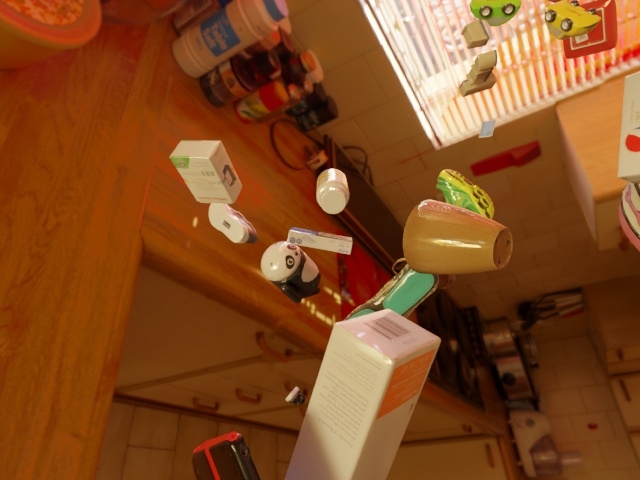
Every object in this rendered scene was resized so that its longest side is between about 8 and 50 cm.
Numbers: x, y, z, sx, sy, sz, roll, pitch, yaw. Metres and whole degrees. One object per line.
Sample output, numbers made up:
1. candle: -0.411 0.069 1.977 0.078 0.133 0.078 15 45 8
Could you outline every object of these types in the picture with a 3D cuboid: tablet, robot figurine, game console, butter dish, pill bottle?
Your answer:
1. tablet: 0.674 -0.451 1.707 0.006 0.054 0.083 39 64 -41
2. robot figurine: -0.105 0.119 1.635 0.209 0.173 0.278 35 -10 47
3. game console: -0.152 0.609 0.900 0.060 0.342 0.386 -16 72 -39
4. butter dish: 0.904 -0.708 1.404 0.118 0.160 0.160 -32 113 -33
5. pill bottle: 0.043 -0.173 1.510 0.117 0.118 0.208 60 12 -22

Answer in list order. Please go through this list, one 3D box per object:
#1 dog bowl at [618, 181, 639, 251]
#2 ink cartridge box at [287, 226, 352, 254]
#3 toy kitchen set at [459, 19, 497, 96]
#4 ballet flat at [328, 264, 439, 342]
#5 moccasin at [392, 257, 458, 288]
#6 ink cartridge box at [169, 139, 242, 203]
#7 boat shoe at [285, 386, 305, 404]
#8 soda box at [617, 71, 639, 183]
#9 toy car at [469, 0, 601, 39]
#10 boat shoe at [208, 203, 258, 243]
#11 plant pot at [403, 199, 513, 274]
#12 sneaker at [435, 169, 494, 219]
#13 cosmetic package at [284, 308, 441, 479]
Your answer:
1. dog bowl: 0.961 -0.069 1.055 0.150 0.409 0.407 88 1 -55
2. ink cartridge box: 0.000 0.000 1.399 0.097 0.207 0.046 -68 168 -81
3. toy kitchen set: 0.561 -0.648 1.500 0.207 0.122 0.165 88 -16 -79
4. ballet flat: 0.233 0.252 1.511 0.164 0.483 0.182 46 12 9
5. moccasin: 0.406 0.115 1.677 0.380 0.147 0.139 -163 -106 -72
6. ink cartridge box: -0.378 -0.227 1.422 0.212 0.155 0.093 72 29 -48
7. boat shoe: -0.069 0.463 1.250 0.040 0.049 0.142 39 -13 16
8. soda box: 0.651 -0.225 0.837 0.069 0.074 0.215 11 84 -26
9. toy car: 0.417 -0.468 0.852 0.053 0.225 0.238 73 25 -52
10. boat shoe: -0.359 -0.075 1.747 0.102 0.108 0.301 16 15 -48
11. plant pot: 0.417 0.006 1.251 0.237 0.254 0.236 -9 104 -39
12. sneaker: 0.610 -0.178 1.793 0.110 0.123 0.295 -18 57 -34
13. cosmetic package: 0.093 0.407 0.988 0.230 0.162 0.452 -2 114 -50
